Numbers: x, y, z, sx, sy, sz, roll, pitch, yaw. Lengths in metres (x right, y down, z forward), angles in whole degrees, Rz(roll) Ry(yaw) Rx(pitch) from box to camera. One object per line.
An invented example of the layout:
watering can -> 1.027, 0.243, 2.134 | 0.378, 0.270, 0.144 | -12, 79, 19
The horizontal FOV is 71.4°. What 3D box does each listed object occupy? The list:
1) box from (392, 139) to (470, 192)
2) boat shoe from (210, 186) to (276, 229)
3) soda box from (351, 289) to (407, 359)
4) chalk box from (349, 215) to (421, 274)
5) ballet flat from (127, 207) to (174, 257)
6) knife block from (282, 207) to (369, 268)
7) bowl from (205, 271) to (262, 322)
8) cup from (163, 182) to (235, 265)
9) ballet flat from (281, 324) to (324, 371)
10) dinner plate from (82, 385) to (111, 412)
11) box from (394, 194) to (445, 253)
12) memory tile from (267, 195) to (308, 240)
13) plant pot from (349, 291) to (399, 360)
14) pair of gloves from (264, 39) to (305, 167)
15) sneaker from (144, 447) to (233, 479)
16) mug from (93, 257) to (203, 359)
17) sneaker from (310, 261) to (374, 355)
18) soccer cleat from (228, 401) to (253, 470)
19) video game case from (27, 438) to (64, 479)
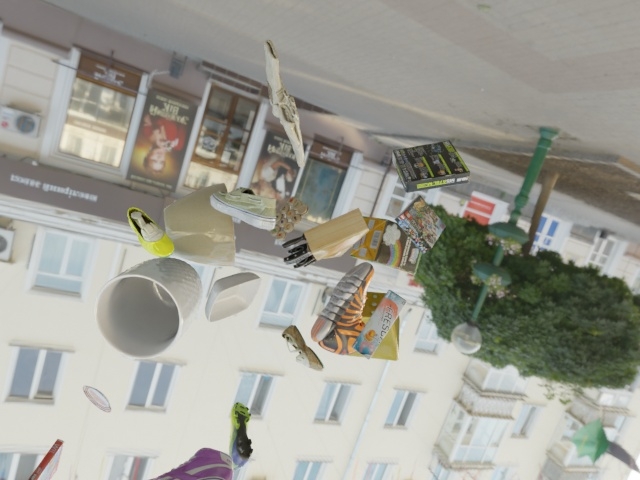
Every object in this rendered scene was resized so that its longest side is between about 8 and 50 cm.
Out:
box -> 0.320, -0.221, 1.313 | 0.183, 0.045, 0.191 | -8, -140, -1
boat shoe -> -0.229, -0.114, 1.358 | 0.302, 0.094, 0.109 | 22, -170, 40
soda box -> 0.156, 0.221, 1.174 | 0.058, 0.183, 0.063 | 33, 176, 13
chalk box -> 0.302, 0.027, 1.844 | 0.288, 0.181, 0.179 | 19, 177, -32
ballet flat -> -0.526, -0.031, 1.351 | 0.077, 0.077, 0.231 | -34, -129, -25
knife block -> 0.000, 0.000, 1.545 | 0.241, 0.275, 0.088 | -6, -116, -39
bowl -> -0.233, 0.139, 1.150 | 0.142, 0.142, 0.053 | -18, -124, -44
cup -> -0.474, -0.050, 1.721 | 0.236, 0.332, 0.331 | -6, -162, -18
ballet flat -> -0.067, 0.376, 1.511 | 0.067, 0.073, 0.206 | -24, -133, -25
dinner plate -> -0.831, 0.589, 1.665 | 0.141, 0.141, 0.017 | 21, -141, 15
box -> 0.370, -0.064, 1.634 | 0.159, 0.044, 0.233 | 51, -146, 0
memory tile -> -0.111, -0.073, 1.455 | 0.113, 0.148, 0.012 | 41, 180, 45
plant pot -> 0.209, 0.318, 1.743 | 0.211, 0.187, 0.212 | 4, -144, 9
pair of gloves -> -0.090, -0.311, 1.042 | 0.042, 0.240, 0.204 | -18, 159, -5
sneaker -> -0.359, 0.612, 1.130 | 0.281, 0.102, 0.161 | -6, -164, -2
mug -> -0.562, 0.235, 1.503 | 0.276, 0.374, 0.328 | 28, -167, -3
sneaker -> 0.118, 0.240, 1.505 | 0.180, 0.321, 0.124 | 36, 175, -17
soccer cleat -> -0.337, 0.776, 1.787 | 0.093, 0.121, 0.289 | 31, -164, -26
video game case -> -0.802, 0.710, 1.198 | 0.025, 0.204, 0.285 | 27, -145, -7
